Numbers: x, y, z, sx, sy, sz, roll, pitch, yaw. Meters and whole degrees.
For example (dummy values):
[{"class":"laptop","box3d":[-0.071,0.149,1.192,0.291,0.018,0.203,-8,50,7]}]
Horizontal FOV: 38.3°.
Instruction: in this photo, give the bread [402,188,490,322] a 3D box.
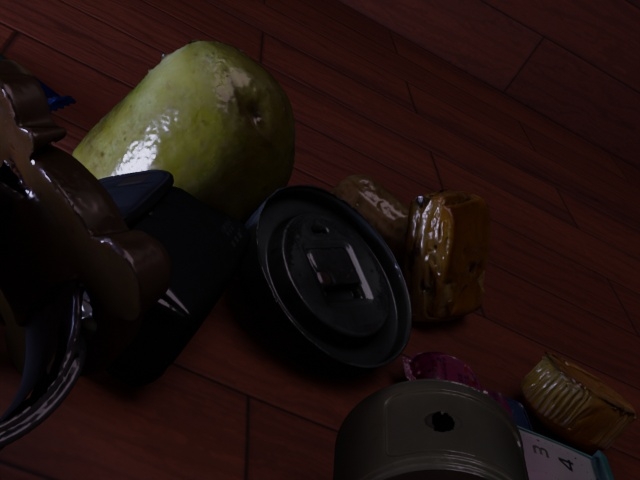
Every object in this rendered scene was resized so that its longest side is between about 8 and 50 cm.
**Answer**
[{"class":"bread","box3d":[0.232,0.027,1.645,0.099,0.235,0.210,5,6,35]}]

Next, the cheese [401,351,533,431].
[{"class":"cheese","box3d":[0.228,0.242,1.442,0.244,0.062,0.155,25,28,-20]}]

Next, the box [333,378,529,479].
[{"class":"box","box3d":[0.126,0.291,1.044,0.226,0.226,0.149,28,26,-11]}]

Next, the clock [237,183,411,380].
[{"class":"clock","box3d":[0.009,0.062,1.391,0.313,0.061,0.312,28,43,-30]}]

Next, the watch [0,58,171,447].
[{"class":"watch","box3d":[-0.364,0.042,0.846,0.327,0.314,0.335,-28,86,-42]}]

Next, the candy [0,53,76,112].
[{"class":"candy","box3d":[-0.561,-0.273,1.421,0.331,0.077,0.187,31,23,0]}]

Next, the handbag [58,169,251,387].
[{"class":"handbag","box3d":[-0.249,0.007,1.167,0.275,0.178,0.302,33,25,-2]}]

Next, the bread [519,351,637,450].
[{"class":"bread","box3d":[0.430,0.277,1.563,0.190,0.114,0.132,34,14,-19]}]

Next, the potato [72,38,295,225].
[{"class":"potato","box3d":[-0.166,-0.133,1.399,0.330,0.280,0.212,21,26,-28]}]

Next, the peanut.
[{"class":"peanut","box3d":[0.125,-0.024,1.722,0.253,0.122,0.137,34,-3,-5]}]

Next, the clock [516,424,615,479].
[{"class":"clock","box3d":[0.297,0.374,1.247,0.231,0.116,0.262,23,26,-10]}]
